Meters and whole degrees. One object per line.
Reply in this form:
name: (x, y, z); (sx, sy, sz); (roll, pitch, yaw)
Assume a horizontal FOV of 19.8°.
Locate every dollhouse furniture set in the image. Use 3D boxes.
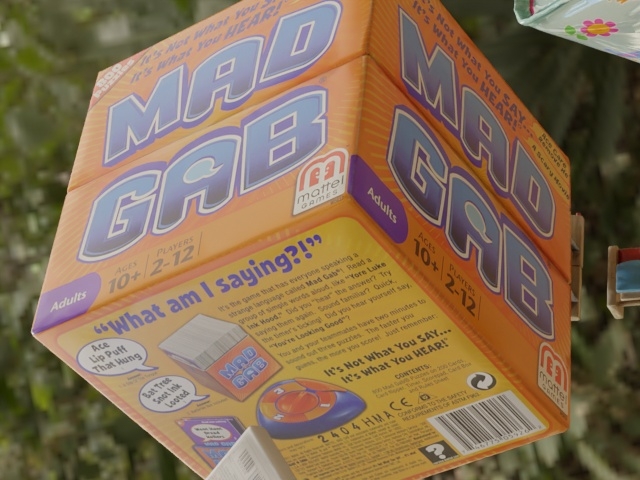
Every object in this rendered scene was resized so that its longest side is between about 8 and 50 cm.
dollhouse furniture set: (0.292, 0.001, 1.957); (0.129, 0.183, 0.129); (49, -139, -56)

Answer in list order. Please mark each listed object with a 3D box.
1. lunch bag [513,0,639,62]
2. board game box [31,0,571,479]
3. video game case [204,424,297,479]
lunch bag: (0.280, -0.215, 1.154); (0.262, 0.223, 0.160); (-29, 56, 47)
board game box: (0.000, 0.000, 1.764); (0.356, 0.356, 0.356); (46, -144, -34)
video game case: (-0.056, 0.271, 1.429); (0.173, 0.022, 0.190); (-51, 51, 20)
